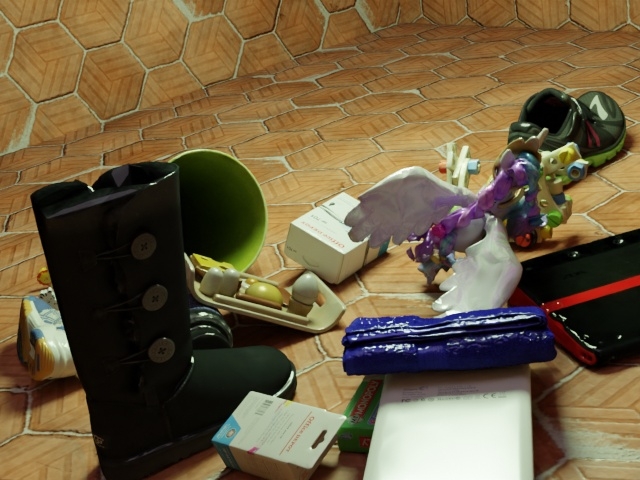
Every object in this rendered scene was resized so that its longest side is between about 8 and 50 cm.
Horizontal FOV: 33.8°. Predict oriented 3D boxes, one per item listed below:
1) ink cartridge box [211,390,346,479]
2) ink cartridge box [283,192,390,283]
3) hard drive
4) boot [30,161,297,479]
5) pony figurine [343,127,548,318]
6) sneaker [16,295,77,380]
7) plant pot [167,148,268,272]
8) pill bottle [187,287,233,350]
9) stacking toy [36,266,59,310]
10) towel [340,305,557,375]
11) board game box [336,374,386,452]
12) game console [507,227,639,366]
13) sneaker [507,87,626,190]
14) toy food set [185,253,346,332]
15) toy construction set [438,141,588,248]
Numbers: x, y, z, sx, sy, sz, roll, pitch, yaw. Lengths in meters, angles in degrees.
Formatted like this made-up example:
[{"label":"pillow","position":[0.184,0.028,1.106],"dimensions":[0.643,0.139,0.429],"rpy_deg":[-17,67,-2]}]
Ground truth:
[{"label":"ink cartridge box","position":[-0.050,0.286,1.495],"dimensions":[0.181,0.061,0.104],"rpy_deg":[8,44,37]},{"label":"ink cartridge box","position":[0.039,-0.006,2.137],"dimensions":[0.140,0.082,0.191],"rpy_deg":[31,35,22]},{"label":"hard drive","position":[0.176,0.259,1.403],"dimensions":[0.210,0.040,0.318],"rpy_deg":[-4,22,12]},{"label":"boot","position":[-0.212,0.089,1.561],"dimensions":[0.367,0.445,0.146],"rpy_deg":[-26,27,-36]},{"label":"pony figurine","position":[0.254,-0.027,1.843],"dimensions":[0.351,0.303,0.363],"rpy_deg":[-43,-12,-8]},{"label":"sneaker","position":[-0.483,0.184,1.944],"dimensions":[0.131,0.112,0.296],"rpy_deg":[1,17,-25]},{"label":"plant pot","position":[-0.301,-0.036,2.233],"dimensions":[0.275,0.274,0.293],"rpy_deg":[-23,8,-31]},{"label":"pill bottle","position":[-0.221,0.163,1.825],"dimensions":[0.123,0.123,0.219],"rpy_deg":[-15,22,-14]},{"label":"stacking toy","position":[-0.508,0.048,2.219],"dimensions":[0.221,0.052,0.167],"rpy_deg":[-38,23,2]},{"label":"towel","position":[0.191,0.139,1.580],"dimensions":[0.308,0.076,0.227],"rpy_deg":[-5,6,8]},{"label":"board game box","position":[0.173,0.223,1.614],"dimensions":[0.213,0.046,0.317],"rpy_deg":[-1,23,22]},{"label":"game console","position":[0.544,0.087,1.809],"dimensions":[0.386,0.060,0.342],"rpy_deg":[-15,27,-13]},{"label":"sneaker","position":[0.587,-0.273,2.482],"dimensions":[0.185,0.202,0.483],"rpy_deg":[7,27,34]},{"label":"toy food set","position":[-0.124,0.064,1.929],"dimensions":[0.306,0.092,0.220],"rpy_deg":[18,11,-24]},{"label":"toy construction set","position":[0.373,-0.100,2.116],"dimensions":[0.328,0.215,0.151],"rpy_deg":[8,27,39]}]
